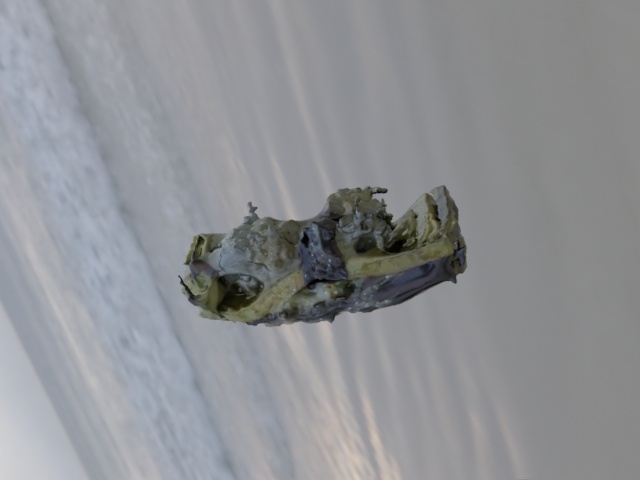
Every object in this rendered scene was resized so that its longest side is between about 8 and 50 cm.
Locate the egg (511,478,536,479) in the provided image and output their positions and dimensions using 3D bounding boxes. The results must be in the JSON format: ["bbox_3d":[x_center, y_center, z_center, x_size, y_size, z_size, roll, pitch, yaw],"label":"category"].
[{"bbox_3d":[0.261,0.425,1.390,0.371,0.230,0.230,66,166,-18],"label":"egg"}]

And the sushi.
[{"bbox_3d":[0.001,0.006,1.272,0.139,0.291,0.131,-84,-24,-56],"label":"sushi"}]
